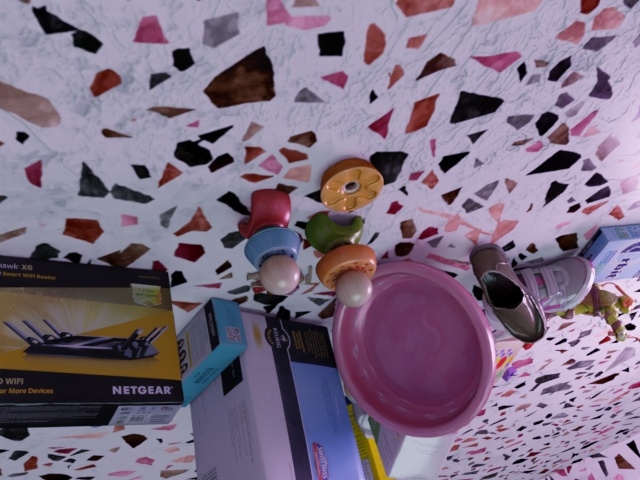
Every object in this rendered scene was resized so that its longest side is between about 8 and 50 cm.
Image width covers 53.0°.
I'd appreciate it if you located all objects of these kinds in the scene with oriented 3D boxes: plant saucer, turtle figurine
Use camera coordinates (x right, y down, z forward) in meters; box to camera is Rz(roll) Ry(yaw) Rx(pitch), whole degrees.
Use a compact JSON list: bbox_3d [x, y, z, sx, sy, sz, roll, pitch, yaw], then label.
[{"bbox_3d":[0.178,0.199,1.211,0.332,0.332,0.084,-44,161,32],"label":"plant saucer"},{"bbox_3d":[0.594,0.149,1.408,0.217,0.270,0.087,-5,116,11],"label":"turtle figurine"}]

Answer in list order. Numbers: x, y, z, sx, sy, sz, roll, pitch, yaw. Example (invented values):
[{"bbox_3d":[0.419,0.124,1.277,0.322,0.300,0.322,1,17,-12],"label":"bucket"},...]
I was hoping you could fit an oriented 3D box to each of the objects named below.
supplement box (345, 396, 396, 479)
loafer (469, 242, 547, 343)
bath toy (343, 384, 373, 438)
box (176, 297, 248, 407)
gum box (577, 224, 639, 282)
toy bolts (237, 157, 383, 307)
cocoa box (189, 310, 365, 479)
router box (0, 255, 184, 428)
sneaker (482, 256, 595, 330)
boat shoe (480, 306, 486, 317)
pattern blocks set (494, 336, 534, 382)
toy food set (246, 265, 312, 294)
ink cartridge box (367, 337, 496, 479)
[{"bbox_3d":[0.081,0.620,1.668,0.194,0.357,0.195,-24,143,10],"label":"supplement box"},{"bbox_3d":[0.371,0.122,1.272,0.094,0.087,0.251,-29,112,26],"label":"loafer"},{"bbox_3d":[0.176,0.367,1.575,0.348,0.129,0.152,-19,108,-5],"label":"bath toy"},{"bbox_3d":[-0.235,0.220,1.229,0.060,0.101,0.244,14,134,-37],"label":"box"},{"bbox_3d":[0.651,0.029,1.388,0.184,0.041,0.157,-5,143,-17],"label":"gum box"},{"bbox_3d":[0.000,0.000,0.983,0.228,0.159,0.218,0,141,-23],"label":"toy bolts"},{"bbox_3d":[-0.097,0.352,1.248,0.227,0.347,0.231,15,136,-36],"label":"cocoa box"},{"bbox_3d":[-0.374,0.150,0.960,0.308,0.243,0.081,7,138,-31],"label":"router box"},{"bbox_3d":[0.455,0.107,1.359,0.252,0.103,0.111,-31,143,18],"label":"sneaker"},{"bbox_3d":[0.384,0.181,1.482,0.125,0.038,0.046,1,140,-23],"label":"boat shoe"},{"bbox_3d":[0.415,0.289,1.535,0.324,0.026,0.286,20,107,-53],"label":"pattern blocks set"},{"bbox_3d":[-0.074,0.079,1.176,0.122,0.019,0.078,-9,143,-12],"label":"toy food set"},{"bbox_3d":[0.228,0.310,1.378,0.119,0.207,0.354,14,108,-14],"label":"ink cartridge box"}]
